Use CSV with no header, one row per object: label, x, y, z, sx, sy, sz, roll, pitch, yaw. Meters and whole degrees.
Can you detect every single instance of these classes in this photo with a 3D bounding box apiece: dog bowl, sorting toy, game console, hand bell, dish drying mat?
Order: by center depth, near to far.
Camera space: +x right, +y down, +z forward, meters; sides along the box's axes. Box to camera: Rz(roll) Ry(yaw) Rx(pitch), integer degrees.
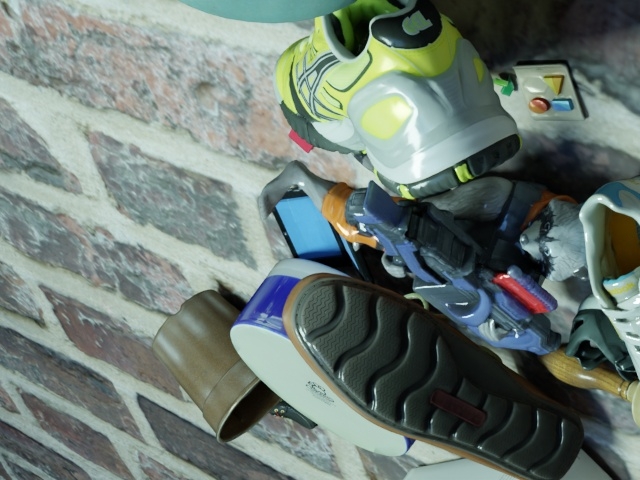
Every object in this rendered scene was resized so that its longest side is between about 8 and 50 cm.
sorting toy,0.192,-0.130,1.112,0.083,0.012,0.062,6,133,47
hand bell,0.306,0.149,1.257,0.242,0.126,0.126,18,143,55
dish drying mat,-0.013,-0.127,1.367,0.032,0.008,0.083,42,151,6
game console,0.000,0.000,1.440,0.122,0.071,0.107,65,177,-33
dog bowl,0.024,0.144,1.518,0.265,0.104,0.265,31,158,14

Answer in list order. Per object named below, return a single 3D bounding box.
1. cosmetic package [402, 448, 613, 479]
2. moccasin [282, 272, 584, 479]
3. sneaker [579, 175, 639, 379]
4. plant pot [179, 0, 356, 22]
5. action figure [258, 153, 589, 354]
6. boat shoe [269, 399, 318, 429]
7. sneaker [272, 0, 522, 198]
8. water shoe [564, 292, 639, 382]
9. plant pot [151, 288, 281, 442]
cosmetic package,0.204,0.379,1.551,0.155,0.197,0.365,44,152,-8
moccasin,0.116,0.140,1.349,0.380,0.139,0.147,24,-178,-26
sneaker,0.281,0.060,1.070,0.087,0.092,0.228,-23,82,42
plant pot,-0.029,-0.338,0.835,0.341,0.341,0.334,38,157,10
action figure,0.108,-0.030,1.187,0.330,0.178,0.341,12,163,35
boat shoe,-0.062,0.246,1.860,0.133,0.042,0.049,31,146,19
sneaker,0.049,-0.156,1.071,0.385,0.145,0.147,33,147,65
water shoe,0.314,0.100,1.160,0.073,0.080,0.203,34,165,-26
plant pot,-0.138,0.168,1.746,0.165,0.167,0.167,42,151,17
